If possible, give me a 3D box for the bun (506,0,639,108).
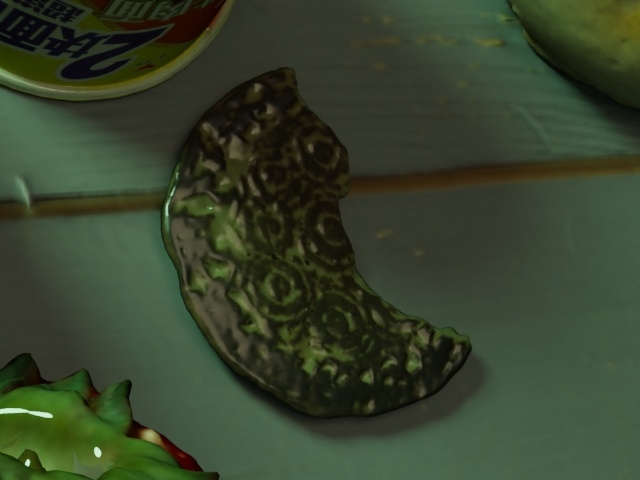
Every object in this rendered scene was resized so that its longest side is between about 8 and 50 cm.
[{"bbox_3d":[0.229,-0.228,0.915,0.298,0.165,0.299,8,70,-25],"label":"bun"}]

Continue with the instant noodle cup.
[{"bbox_3d":[-0.098,-0.193,0.718,0.213,0.174,0.213,8,72,-26],"label":"instant noodle cup"}]

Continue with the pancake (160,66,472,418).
[{"bbox_3d":[0.000,0.000,0.806,0.184,0.020,0.191,8,73,-26],"label":"pancake"}]

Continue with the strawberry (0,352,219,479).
[{"bbox_3d":[-0.126,0.194,0.566,0.257,0.257,0.277,8,104,-26],"label":"strawberry"}]
